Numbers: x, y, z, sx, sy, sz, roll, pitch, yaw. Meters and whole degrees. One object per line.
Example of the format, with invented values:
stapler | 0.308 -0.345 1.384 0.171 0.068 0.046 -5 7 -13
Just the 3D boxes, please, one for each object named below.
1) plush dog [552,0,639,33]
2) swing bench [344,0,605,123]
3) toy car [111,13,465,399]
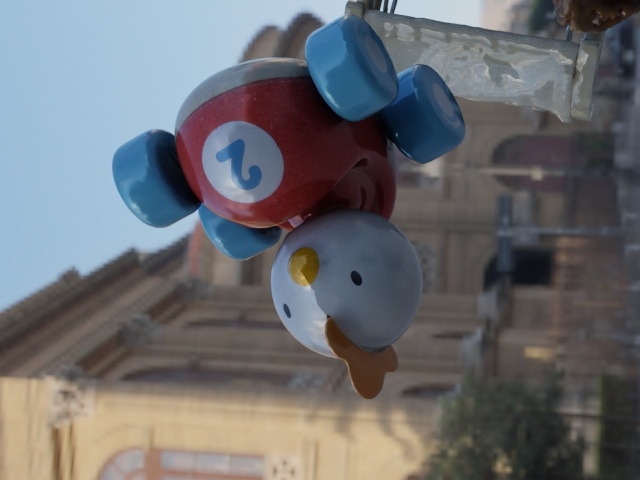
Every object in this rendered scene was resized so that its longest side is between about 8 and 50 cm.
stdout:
plush dog | 0.206 -0.211 0.751 0.225 0.263 0.210 43 -134 -49
swing bench | 0.168 -0.261 1.449 0.165 0.253 0.254 -19 -61 -77
toy car | 0.000 0.000 1.057 0.210 0.219 0.238 24 -137 -55
